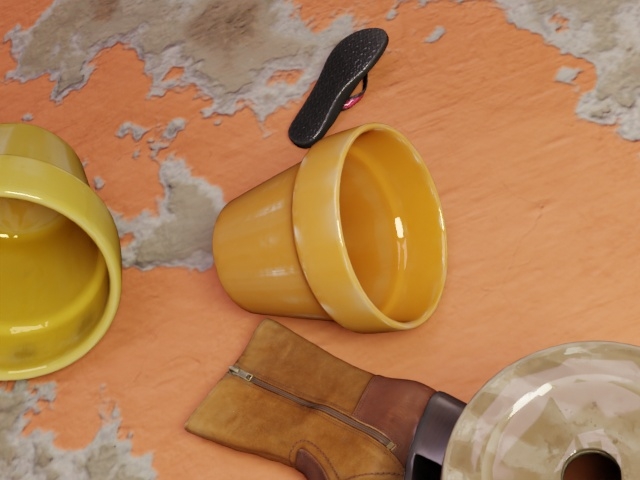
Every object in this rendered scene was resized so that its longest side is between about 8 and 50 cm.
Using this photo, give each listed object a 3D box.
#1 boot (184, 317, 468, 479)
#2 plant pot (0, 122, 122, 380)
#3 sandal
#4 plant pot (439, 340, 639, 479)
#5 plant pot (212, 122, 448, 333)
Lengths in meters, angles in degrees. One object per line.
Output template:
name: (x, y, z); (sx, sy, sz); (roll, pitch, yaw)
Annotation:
boot: (-0.024, 0.211, 0.967); (0.280, 0.096, 0.264); (18, 65, 33)
plant pot: (-0.356, -0.011, 1.185); (0.254, 0.254, 0.239); (-24, 36, 5)
sandal: (0.025, -0.187, 1.281); (0.067, 0.040, 0.179); (32, 86, 42)
plant pot: (0.210, 0.222, 0.742); (0.323, 0.280, 0.323); (-11, 54, 15)
plant pot: (0.000, 0.000, 1.061); (0.188, 0.205, 0.205); (-12, 50, 35)
